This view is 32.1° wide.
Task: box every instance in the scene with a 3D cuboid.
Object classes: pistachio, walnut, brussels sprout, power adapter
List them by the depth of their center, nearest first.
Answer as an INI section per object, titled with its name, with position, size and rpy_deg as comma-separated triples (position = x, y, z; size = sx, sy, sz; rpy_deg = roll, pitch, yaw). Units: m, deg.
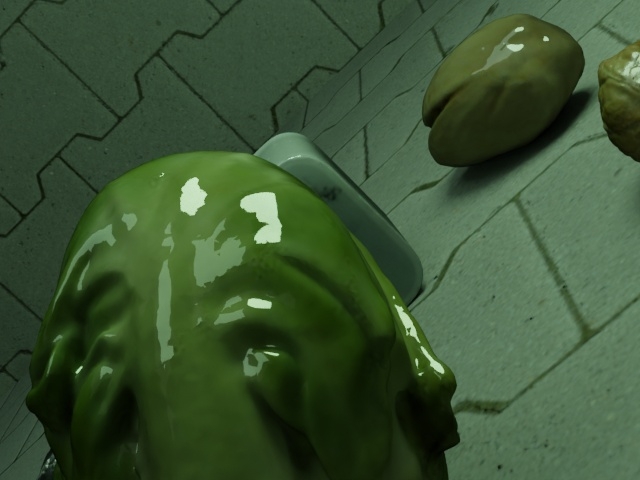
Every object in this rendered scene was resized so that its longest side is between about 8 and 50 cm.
[brussels sprout]
position = -0.053, 0.106, 0.681
size = 0.247, 0.328, 0.328
rpy_deg = -24, 12, -2
[walnut]
position = 0.254, -0.107, 0.818
size = 0.105, 0.105, 0.124
rpy_deg = -41, 8, 19
[power adapter]
position = 0.000, 0.000, 1.098
size = 0.124, 0.187, 0.255
rpy_deg = -45, 13, 6
[pistachio]
position = 0.181, -0.149, 1.154
size = 0.136, 0.136, 0.226
rpy_deg = -54, 7, -32

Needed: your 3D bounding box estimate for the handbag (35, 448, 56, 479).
[handbag]
position = -0.178, 0.199, 1.090
size = 0.075, 0.191, 0.332
rpy_deg = -2, 30, 18
